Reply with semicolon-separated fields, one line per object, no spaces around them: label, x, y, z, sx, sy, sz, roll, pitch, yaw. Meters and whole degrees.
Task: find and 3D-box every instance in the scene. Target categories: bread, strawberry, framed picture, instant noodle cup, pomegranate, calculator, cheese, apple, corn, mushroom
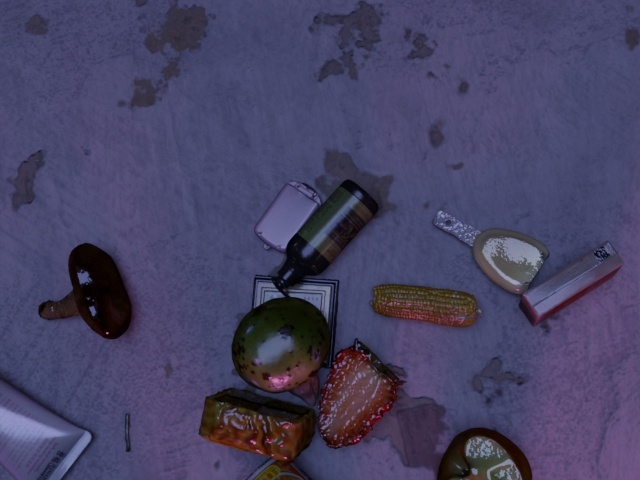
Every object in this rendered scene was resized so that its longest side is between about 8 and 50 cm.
bread;-0.126;0.375;1.561;0.222;0.181;0.096;12;91;10
strawberry;0.069;0.323;1.598;0.208;0.087;0.167;-47;68;6
framed picture;-0.061;0.175;1.677;0.195;0.010;0.199;3;80;8
instant noodle cup;-0.056;0.548;1.527;0.193;0.193;0.212;-44;69;-2
pomegranate;-0.064;0.240;1.575;0.214;0.214;0.248;-29;112;2
calculator;-0.074;-0.052;1.711;0.100;0.032;0.175;35;86;13
cheese;0.353;0.011;1.628;0.251;0.054;0.127;31;82;13
apple;0.317;0.469;1.488;0.173;0.160;0.195;25;82;8
corn;0.220;0.134;1.609;0.238;0.080;0.080;9;80;12
mushroom;-0.540;0.145;1.710;0.217;0.148;0.227;-30;66;20

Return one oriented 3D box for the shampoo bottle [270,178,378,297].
shampoo bottle;0.000;0.000;1.656;0.101;0.101;0.284;42;88;13

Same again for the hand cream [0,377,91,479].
hand cream;-0.694;0.400;1.687;0.359;0.118;0.185;36;82;6

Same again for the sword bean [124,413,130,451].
sword bean;-0.426;0.424;1.682;0.012;0.012;0.083;-6;79;7

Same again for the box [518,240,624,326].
box;0.504;0.090;1.546;0.201;0.141;0.058;-31;72;0
